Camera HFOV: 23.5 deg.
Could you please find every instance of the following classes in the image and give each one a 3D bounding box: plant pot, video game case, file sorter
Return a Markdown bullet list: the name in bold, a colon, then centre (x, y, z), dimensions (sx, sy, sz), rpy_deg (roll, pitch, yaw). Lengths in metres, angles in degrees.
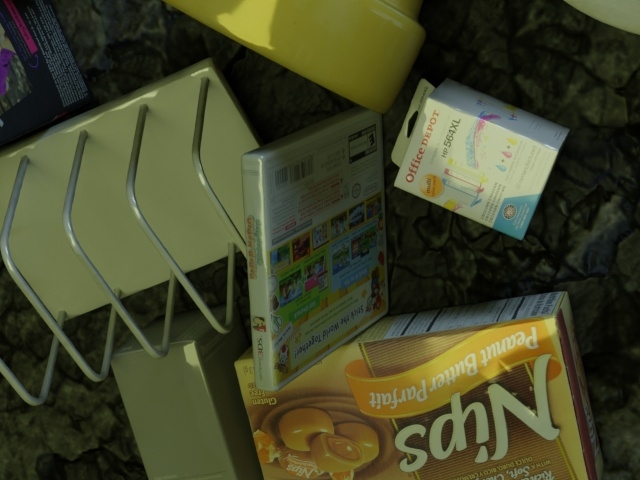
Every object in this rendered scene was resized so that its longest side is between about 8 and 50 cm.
- **plant pot**: centre (-0.001, -0.267, 1.291), dimensions (0.254, 0.254, 0.239), rpy_deg (29, 98, 6)
- **video game case**: centre (0.000, 0.000, 1.368), dimensions (0.026, 0.227, 0.206), rpy_deg (5, 108, 27)
- **file sorter**: centre (-0.179, 0.002, 1.404), dimensions (0.277, 0.173, 0.193), rpy_deg (-22, 123, 14)

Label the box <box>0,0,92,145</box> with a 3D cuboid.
- **box**: centre (-0.351, -0.138, 1.404), dimensions (0.165, 0.270, 0.143), rpy_deg (-19, 100, 21)

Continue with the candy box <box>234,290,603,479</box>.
- **candy box**: centre (0.094, 0.166, 1.464), dimensions (0.316, 0.087, 0.183), rpy_deg (-10, 103, 18)

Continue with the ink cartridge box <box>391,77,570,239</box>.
- **ink cartridge box**: centre (0.136, -0.077, 1.378), dimensions (0.143, 0.090, 0.092), rpy_deg (23, 111, 8)

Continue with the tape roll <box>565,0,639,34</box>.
- **tape roll**: centre (0.309, -0.342, 1.207), dimensions (0.392, 0.072, 0.392), rpy_deg (6, 123, 9)

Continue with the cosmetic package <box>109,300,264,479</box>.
- **cosmetic package**: centre (-0.111, 0.192, 1.512), dimensions (0.107, 0.127, 0.238), rpy_deg (-9, 105, 19)
